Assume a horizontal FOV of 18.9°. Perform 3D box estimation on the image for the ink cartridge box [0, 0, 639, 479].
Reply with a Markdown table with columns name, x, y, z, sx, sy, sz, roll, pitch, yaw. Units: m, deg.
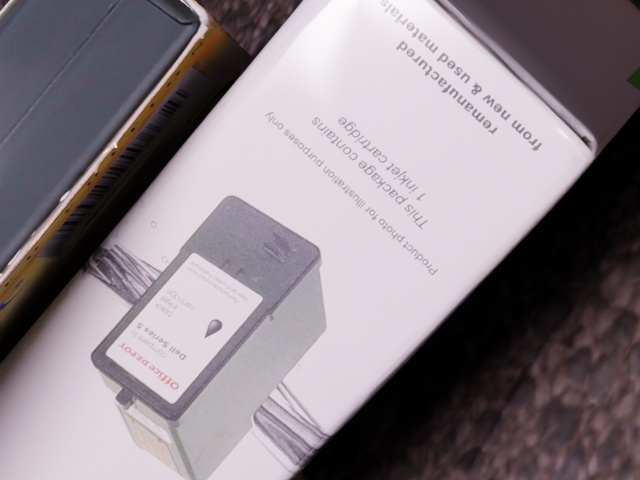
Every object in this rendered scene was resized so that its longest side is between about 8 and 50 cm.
| name | x | y | z | sx | sy | sz | roll | pitch | yaw |
| --- | --- | --- | --- | --- | --- | --- | --- | --- | --- |
| ink cartridge box | 0.000 | 0.000 | 0.769 | 0.273 | 0.115 | 0.198 | -48 | -3 | 25 |

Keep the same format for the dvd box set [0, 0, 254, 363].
| name | x | y | z | sx | sy | sz | roll | pitch | yaw |
| --- | --- | --- | --- | --- | --- | --- | --- | --- | --- |
| dvd box set | -0.142 | 0.023 | 0.843 | 0.307 | 0.062 | 0.420 | -50 | -2 | 3 |
